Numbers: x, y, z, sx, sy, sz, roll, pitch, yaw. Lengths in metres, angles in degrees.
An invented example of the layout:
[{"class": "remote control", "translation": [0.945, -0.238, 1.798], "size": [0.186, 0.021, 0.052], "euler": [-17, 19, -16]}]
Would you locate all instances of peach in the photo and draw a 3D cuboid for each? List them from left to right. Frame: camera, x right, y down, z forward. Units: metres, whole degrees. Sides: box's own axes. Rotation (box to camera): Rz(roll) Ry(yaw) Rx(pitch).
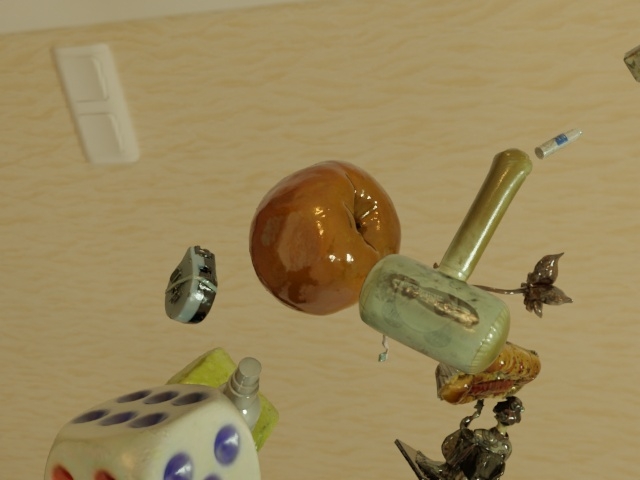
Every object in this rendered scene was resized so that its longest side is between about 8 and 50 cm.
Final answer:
[{"class": "peach", "translation": [0.000, 0.000, 1.811], "size": [0.343, 0.302, 0.342], "euler": [17, 65, -42]}]

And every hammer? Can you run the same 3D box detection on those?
[{"class": "hammer", "translation": [0.193, 0.009, 1.105], "size": [0.305, 0.202, 0.113], "euler": [-62, 163, -7]}]

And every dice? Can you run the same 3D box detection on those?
[{"class": "dice", "translation": [-0.291, 0.441, 1.477], "size": [0.304, 0.277, 0.304], "euler": [-18, 101, -54]}]

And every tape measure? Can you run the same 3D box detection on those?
[{"class": "tape measure", "translation": [-0.357, 0.136, 2.273], "size": [0.107, 0.182, 0.181], "euler": [21, 32, -30]}]

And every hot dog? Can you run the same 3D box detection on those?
[{"class": "hot dog", "translation": [0.289, 0.223, 1.402], "size": [0.253, 0.069, 0.131], "euler": [10, 123, -46]}]

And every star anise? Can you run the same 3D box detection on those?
[{"class": "star anise", "translation": [0.390, 0.076, 1.766], "size": [0.218, 0.227, 0.148], "euler": [-158, -102, -65]}]

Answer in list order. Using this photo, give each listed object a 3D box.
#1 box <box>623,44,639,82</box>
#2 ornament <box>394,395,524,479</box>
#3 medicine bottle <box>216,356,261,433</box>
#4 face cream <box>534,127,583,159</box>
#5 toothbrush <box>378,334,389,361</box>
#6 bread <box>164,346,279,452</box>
[{"class": "box", "translation": [0.646, -0.358, 1.614], "size": [0.062, 0.098, 0.045], "euler": [49, 39, -12]}, {"class": "ornament", "translation": [0.262, 0.331, 1.379], "size": [0.196, 0.166, 0.153], "euler": [-54, -164, 4]}, {"class": "medicine bottle", "translation": [-0.183, 0.358, 1.739], "size": [0.352, 0.110, 0.110], "euler": [112, 0, -46]}, {"class": "face cream", "translation": [0.569, -0.234, 1.975], "size": [0.130, 0.034, 0.034], "euler": [-27, 126, -18]}, {"class": "toothbrush", "translation": [0.177, 0.270, 2.231], "size": [0.021, 0.027, 0.269], "euler": [57, -17, 27]}, {"class": "bread", "translation": [-0.299, 0.492, 2.261], "size": [0.348, 0.308, 0.348], "euler": [-52, 175, -7]}]
